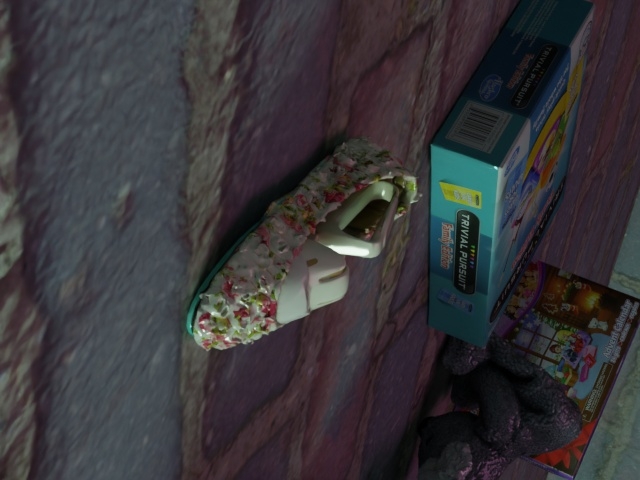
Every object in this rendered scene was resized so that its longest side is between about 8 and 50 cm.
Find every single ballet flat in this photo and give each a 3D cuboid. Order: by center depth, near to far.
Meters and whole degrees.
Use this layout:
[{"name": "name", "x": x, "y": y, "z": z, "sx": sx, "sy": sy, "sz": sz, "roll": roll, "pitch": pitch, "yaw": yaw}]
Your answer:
[{"name": "ballet flat", "x": 0.000, "y": 0.000, "z": 0.811, "sx": 0.241, "sy": 0.077, "sz": 0.091, "roll": -49, "pitch": 154, "yaw": -41}]

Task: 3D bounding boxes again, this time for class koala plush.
[{"name": "koala plush", "x": 0.211, "y": 0.262, "z": 1.509, "sx": 0.221, "sy": 0.203, "sz": 0.196, "roll": -50, "pitch": 156, "yaw": -14}]

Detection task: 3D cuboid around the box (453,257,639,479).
[{"name": "box", "x": 0.348, "y": 0.192, "z": 1.738, "sx": 0.293, "sy": 0.201, "sz": 0.057, "roll": -64, "pitch": 161, "yaw": -13}]

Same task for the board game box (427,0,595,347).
[{"name": "board game box", "x": 0.211, "y": -0.073, "z": 1.281, "sx": 0.253, "sy": 0.079, "sz": 0.336, "roll": -56, "pitch": 157, "yaw": -29}]
